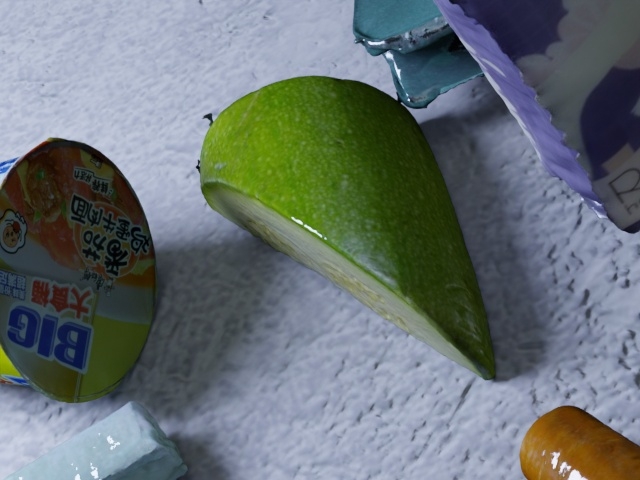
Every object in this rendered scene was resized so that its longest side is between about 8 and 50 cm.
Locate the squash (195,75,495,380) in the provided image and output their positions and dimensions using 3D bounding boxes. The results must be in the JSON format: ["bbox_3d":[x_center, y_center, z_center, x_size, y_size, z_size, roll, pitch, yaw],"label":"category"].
[{"bbox_3d":[0.000,0.000,1.486,0.203,0.111,0.289,-21,48,12],"label":"squash"}]

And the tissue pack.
[{"bbox_3d":[0.209,-0.185,1.355,0.242,0.344,0.125,-45,47,-2],"label":"tissue pack"}]

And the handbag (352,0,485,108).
[{"bbox_3d":[0.161,-0.242,1.592,0.269,0.100,0.274,-27,32,16],"label":"handbag"}]

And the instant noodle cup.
[{"bbox_3d":[-0.244,0.028,1.541,0.153,0.205,0.205,-5,50,37],"label":"instant noodle cup"}]

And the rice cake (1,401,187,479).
[{"bbox_3d":[-0.254,0.235,1.446,0.336,0.063,0.066,-32,46,-2],"label":"rice cake"}]

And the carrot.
[{"bbox_3d":[0.202,0.178,1.247,0.087,0.087,0.193,-43,47,-11],"label":"carrot"}]
